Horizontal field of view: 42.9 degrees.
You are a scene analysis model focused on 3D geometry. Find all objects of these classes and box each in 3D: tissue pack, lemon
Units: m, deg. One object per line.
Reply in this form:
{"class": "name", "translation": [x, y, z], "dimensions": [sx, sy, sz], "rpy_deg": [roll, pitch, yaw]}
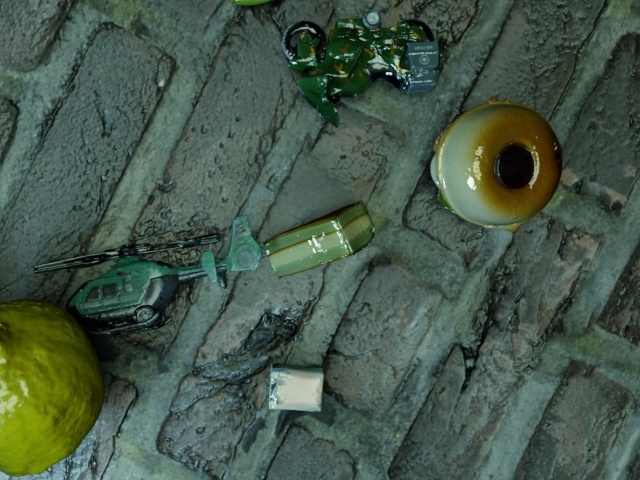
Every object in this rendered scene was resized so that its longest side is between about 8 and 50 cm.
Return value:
{"class": "tissue pack", "translation": [-0.042, 0.256, 1.420], "dimensions": [0.095, 0.059, 0.074], "rpy_deg": [4, 90, -4]}
{"class": "lemon", "translation": [-0.477, 0.234, 1.286], "dimensions": [0.268, 0.268, 0.321], "rpy_deg": [-3, 136, -3]}

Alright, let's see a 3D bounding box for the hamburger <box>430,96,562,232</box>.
{"class": "hamburger", "translation": [0.303, -0.129, 1.380], "dimensions": [0.237, 0.147, 0.236], "rpy_deg": [-2, 97, -15]}

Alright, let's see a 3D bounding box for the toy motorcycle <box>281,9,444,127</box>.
{"class": "toy motorcycle", "translation": [0.076, -0.286, 1.373], "dimensions": [0.275, 0.125, 0.187], "rpy_deg": [-4, 84, -3]}

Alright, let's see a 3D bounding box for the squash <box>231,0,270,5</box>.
{"class": "squash", "translation": [-0.062, -0.452, 1.386], "dimensions": [0.201, 0.066, 0.066], "rpy_deg": [-23, 94, 1]}

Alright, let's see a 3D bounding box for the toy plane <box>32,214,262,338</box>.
{"class": "toy plane", "translation": [-0.284, 0.069, 1.383], "dimensions": [0.382, 0.106, 0.155], "rpy_deg": [-13, 81, 3]}

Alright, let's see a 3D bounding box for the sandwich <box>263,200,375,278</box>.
{"class": "sandwich", "translation": [0.000, 0.000, 1.432], "dimensions": [0.163, 0.113, 0.079], "rpy_deg": [-21, 95, 33]}
